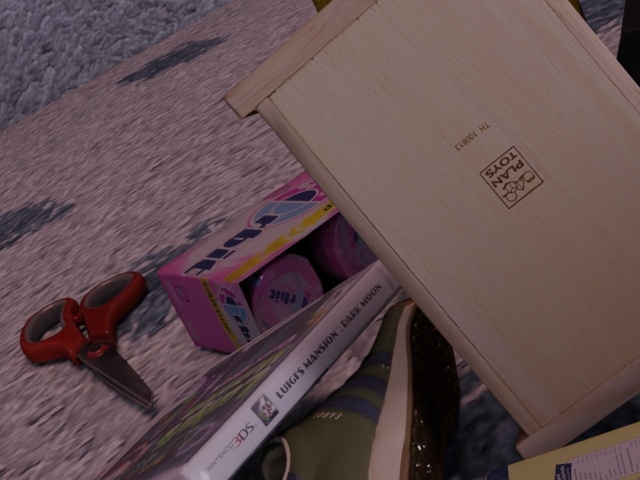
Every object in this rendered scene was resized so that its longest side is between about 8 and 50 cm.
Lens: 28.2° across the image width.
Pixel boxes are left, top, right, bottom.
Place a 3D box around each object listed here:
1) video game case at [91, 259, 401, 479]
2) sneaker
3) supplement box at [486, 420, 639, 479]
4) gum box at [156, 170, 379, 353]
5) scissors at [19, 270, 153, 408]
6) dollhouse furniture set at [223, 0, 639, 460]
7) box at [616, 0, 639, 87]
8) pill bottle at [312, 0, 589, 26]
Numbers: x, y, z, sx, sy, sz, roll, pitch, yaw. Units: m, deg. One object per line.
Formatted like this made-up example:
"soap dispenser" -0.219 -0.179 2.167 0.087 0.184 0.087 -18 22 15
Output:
"video game case" -0.060 0.094 0.644 0.190 0.022 0.173 -34 7 46
"sneaker" 0.012 0.089 0.583 0.086 0.064 0.192 -18 21 16
"supplement box" 0.105 0.108 0.423 0.083 0.056 0.083 -21 19 13
"gum box" 0.000 0.000 0.847 0.188 0.062 0.107 -36 21 -28
"scissors" -0.170 0.085 0.918 0.109 0.021 0.297 -24 19 -3
"dollhouse furniture set" 0.139 -0.082 0.629 0.286 0.198 0.303 -39 1 17
"box" 0.350 -0.171 0.775 0.318 0.097 0.395 -14 26 25
"pill bottle" 0.071 -0.234 0.960 0.188 0.334 0.188 -23 19 8
